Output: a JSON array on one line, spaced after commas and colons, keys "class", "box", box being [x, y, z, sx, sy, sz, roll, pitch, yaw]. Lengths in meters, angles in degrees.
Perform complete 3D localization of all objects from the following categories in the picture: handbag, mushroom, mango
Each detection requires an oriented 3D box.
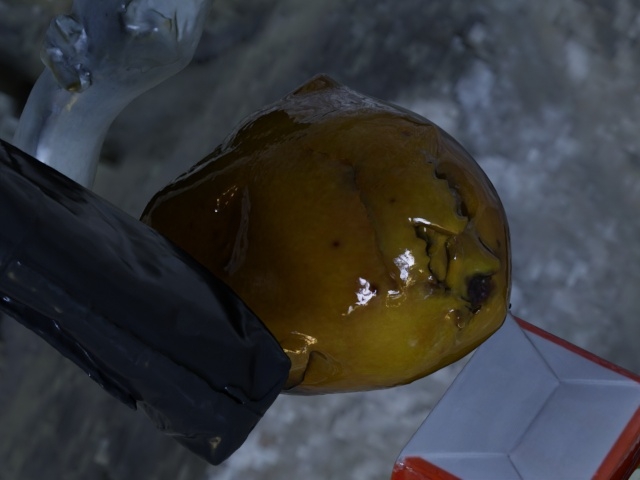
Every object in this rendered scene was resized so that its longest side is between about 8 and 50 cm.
[{"class": "handbag", "box": [-0.142, -0.001, 0.993, 0.080, 0.223, 0.247, -52, 27, -4]}, {"class": "mushroom", "box": [-0.152, -0.110, 1.347, 0.099, 0.096, 0.278, -32, -17, -53]}, {"class": "mango", "box": [0.000, 0.000, 1.184, 0.287, 0.152, 0.201, 16, 97, 51]}]

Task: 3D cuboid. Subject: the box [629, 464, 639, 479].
[{"class": "box", "box": [0.197, 0.266, 1.499, 0.195, 0.177, 0.148, 83, -172, -63]}]

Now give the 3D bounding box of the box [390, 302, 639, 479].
[{"class": "box", "box": [0.139, 0.154, 1.336, 0.182, 0.133, 0.099, -49, -21, -43]}]
